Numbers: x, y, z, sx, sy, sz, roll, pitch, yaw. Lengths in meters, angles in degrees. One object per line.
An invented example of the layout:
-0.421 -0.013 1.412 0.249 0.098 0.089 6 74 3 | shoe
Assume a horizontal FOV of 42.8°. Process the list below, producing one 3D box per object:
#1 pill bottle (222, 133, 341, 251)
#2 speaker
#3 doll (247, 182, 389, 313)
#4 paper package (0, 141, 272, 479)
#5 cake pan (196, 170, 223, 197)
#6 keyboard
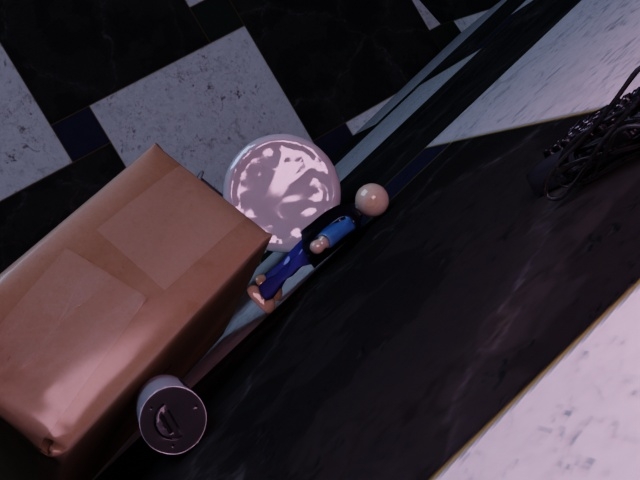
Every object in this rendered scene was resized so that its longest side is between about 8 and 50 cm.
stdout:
-0.065 -0.074 1.272 0.169 0.169 0.301 -43 7 -1 | pill bottle
-0.133 0.149 0.712 0.055 0.055 0.136 -45 6 -14 | speaker
0.000 0.000 0.920 0.189 0.046 0.129 -42 7 19 | doll
-0.238 0.106 0.892 0.325 0.168 0.309 -49 -5 -34 | paper package
-0.236 0.029 1.301 0.293 0.054 0.293 -58 11 19 | cake pan
0.169 -0.078 0.406 0.100 0.038 0.192 -47 6 -30 | keyboard
